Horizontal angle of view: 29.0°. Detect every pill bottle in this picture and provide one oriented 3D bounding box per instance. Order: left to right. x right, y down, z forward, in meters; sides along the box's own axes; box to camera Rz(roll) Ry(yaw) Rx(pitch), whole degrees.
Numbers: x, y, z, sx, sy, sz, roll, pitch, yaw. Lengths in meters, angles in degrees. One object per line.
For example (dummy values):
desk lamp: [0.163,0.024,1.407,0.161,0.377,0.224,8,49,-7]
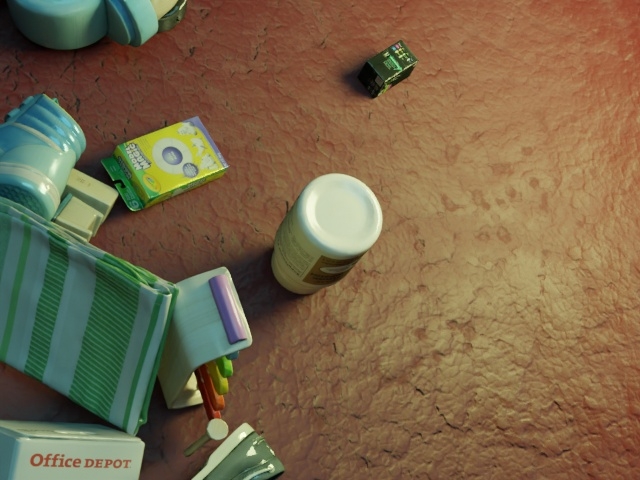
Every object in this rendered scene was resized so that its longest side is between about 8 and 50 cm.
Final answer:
pill bottle: [0.000,0.000,1.890,0.131,0.229,0.131,6,68,-14]

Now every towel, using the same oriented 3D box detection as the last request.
towel: [-0.355,0.102,1.698,0.325,0.247,0.038,25,25,19]

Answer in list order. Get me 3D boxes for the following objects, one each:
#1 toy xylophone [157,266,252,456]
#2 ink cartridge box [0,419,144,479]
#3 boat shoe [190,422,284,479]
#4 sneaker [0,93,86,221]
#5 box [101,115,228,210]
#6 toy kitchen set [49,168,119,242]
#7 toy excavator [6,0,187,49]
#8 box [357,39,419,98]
toy xylophone: [-0.170,0.174,1.729,0.081,0.323,0.236,-14,82,-20]
ink cartridge box: [-0.359,0.376,1.610,0.197,0.114,0.272,12,90,-43]
boat shoe: [-0.173,0.398,1.748,0.099,0.116,0.319,40,59,6]
sneaker: [-0.486,-0.130,1.828,0.319,0.127,0.208,9,51,21]
box: [-0.247,-0.121,1.956,0.179,0.043,0.105,-26,78,-32]
toy kitchen set: [-0.414,0.005,1.862,0.122,0.166,0.207,27,28,-5]
toy excavator: [-0.484,-0.420,1.942,0.433,0.222,0.445,45,73,6]
box: [0.117,-0.296,2.134,0.083,0.062,0.052,-35,81,-25]
